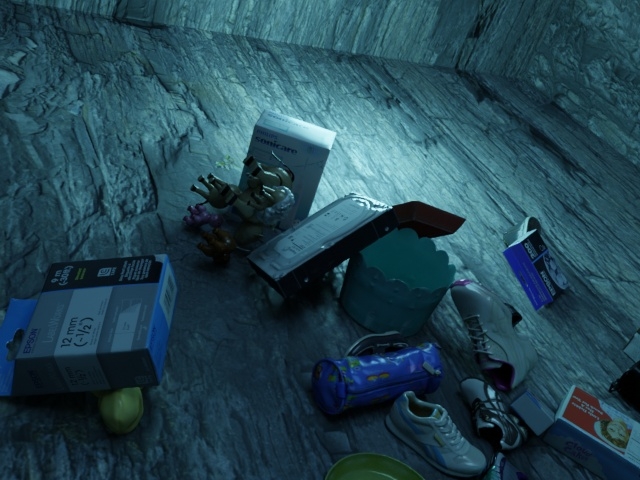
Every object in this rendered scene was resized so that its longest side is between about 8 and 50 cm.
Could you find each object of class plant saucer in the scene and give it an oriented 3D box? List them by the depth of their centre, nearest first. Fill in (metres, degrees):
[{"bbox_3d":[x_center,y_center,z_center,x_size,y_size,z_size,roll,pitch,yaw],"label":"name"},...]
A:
[{"bbox_3d":[0.114,0.506,1.340,0.241,0.037,0.241,14,32,-9],"label":"plant saucer"},{"bbox_3d":[0.235,-0.040,2.013,0.259,0.259,0.047,16,69,-47],"label":"plant saucer"}]

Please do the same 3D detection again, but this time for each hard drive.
[{"bbox_3d":[0.000,0.000,1.786,0.339,0.064,0.237,-32,24,-12],"label":"hard drive"}]

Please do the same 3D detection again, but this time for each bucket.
[{"bbox_3d":[0.190,0.103,1.850,0.281,0.183,0.281,15,33,-10],"label":"bucket"}]

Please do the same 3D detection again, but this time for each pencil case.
[{"bbox_3d":[0.135,0.299,1.576,0.306,0.119,0.133,-4,-3,-32],"label":"pencil case"}]

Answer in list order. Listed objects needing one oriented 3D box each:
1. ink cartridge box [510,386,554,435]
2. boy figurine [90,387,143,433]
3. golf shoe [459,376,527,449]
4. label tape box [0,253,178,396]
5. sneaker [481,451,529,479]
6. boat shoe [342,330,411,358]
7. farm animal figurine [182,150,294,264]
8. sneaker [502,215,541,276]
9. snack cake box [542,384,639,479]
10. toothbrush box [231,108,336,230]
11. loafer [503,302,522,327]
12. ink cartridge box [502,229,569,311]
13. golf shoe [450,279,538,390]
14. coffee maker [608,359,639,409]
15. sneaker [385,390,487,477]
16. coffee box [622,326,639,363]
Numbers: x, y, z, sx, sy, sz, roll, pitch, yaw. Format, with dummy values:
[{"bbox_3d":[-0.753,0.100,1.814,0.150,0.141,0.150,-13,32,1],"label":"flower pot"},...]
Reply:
[{"bbox_3d":[0.487,0.389,1.646,0.088,0.052,0.122,48,9,16],"label":"ink cartridge box"},{"bbox_3d":[-0.389,0.245,1.397,0.177,0.092,0.285,-9,42,-19],"label":"boy figurine"},{"bbox_3d":[0.375,0.389,1.622,0.094,0.077,0.198,-10,41,-38],"label":"golf shoe"},{"bbox_3d":[-0.464,0.156,1.353,0.348,0.115,0.249,-3,41,1],"label":"label tape box"},{"bbox_3d":[0.364,0.515,1.425,0.098,0.083,0.224,32,33,9],"label":"sneaker"},{"bbox_3d":[0.137,0.263,1.682,0.206,0.075,0.065,-9,39,-45],"label":"boat shoe"},{"bbox_3d":[-0.193,-0.086,1.869,0.172,0.327,0.330,35,26,-34],"label":"farm animal figurine"},{"bbox_3d":[0.638,0.035,2.313,0.083,0.118,0.222,34,58,-16],"label":"sneaker"},{"bbox_3d":[0.666,0.468,1.651,0.264,0.089,0.152,32,36,18],"label":"snack cake box"},{"bbox_3d":[-0.105,-0.191,2.023,0.217,0.295,0.126,20,32,-2],"label":"toothbrush box"},{"bbox_3d":[0.478,0.227,1.920,0.078,0.076,0.223,26,28,26],"label":"loafer"},{"bbox_3d":[0.655,0.086,2.174,0.208,0.045,0.206,-27,86,-49],"label":"ink cartridge box"},{"bbox_3d":[0.413,0.233,1.754,0.306,0.115,0.140,50,53,-9],"label":"golf shoe"},{"bbox_3d":[0.859,0.409,1.844,0.171,0.120,0.178,-30,53,-23],"label":"coffee maker"},{"bbox_3d":[0.249,0.409,1.508,0.229,0.092,0.087,31,32,14],"label":"sneaker"},{"bbox_3d":[0.998,0.348,2.004,0.141,0.098,0.246,-5,40,-35],"label":"coffee box"}]
